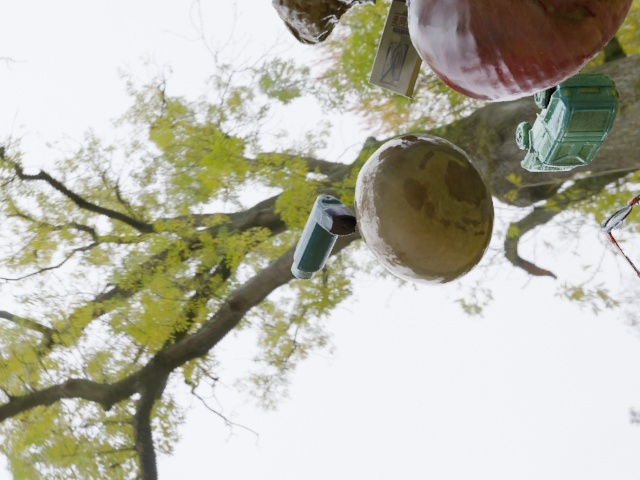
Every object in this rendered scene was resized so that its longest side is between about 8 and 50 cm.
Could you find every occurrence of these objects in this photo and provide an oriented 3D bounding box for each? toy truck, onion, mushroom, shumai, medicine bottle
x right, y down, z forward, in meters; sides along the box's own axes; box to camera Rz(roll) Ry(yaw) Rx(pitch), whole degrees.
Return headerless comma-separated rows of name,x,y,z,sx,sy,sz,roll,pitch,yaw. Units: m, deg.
toy truck,0.554,-0.256,1.427,0.155,0.278,0.156,-1,-120,-1
onion,0.284,-0.388,0.935,0.354,0.354,0.353,2,-93,-34
mushroom,0.228,-0.064,1.481,0.363,0.295,0.362,12,-114,-30
shumai,0.020,-0.666,1.536,0.267,0.263,0.314,-47,-63,-44
medicine bottle,0.000,0.000,1.536,0.079,0.258,0.124,-2,-133,-30

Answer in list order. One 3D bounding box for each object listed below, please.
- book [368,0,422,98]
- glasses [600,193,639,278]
book,0.210,-0.499,1.625,0.027,0.161,0.230,0,-66,-38
glasses,0.934,-0.009,1.742,0.234,0.118,0.268,-38,-88,-8
